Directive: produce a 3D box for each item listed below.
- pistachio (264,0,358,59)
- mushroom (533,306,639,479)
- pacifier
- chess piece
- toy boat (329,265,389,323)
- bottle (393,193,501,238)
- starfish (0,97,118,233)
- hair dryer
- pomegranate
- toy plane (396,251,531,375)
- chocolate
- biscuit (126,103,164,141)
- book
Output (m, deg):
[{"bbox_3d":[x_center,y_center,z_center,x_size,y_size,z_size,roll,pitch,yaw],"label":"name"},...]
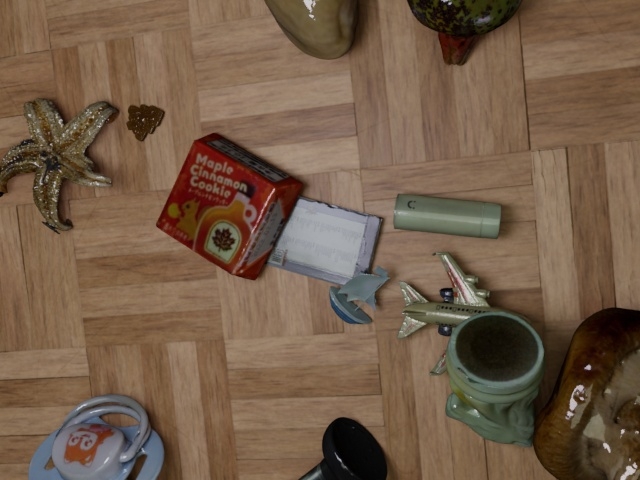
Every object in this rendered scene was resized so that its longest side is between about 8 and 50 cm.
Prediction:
[{"bbox_3d":[-0.027,-0.484,1.402,0.181,0.162,0.293,-34,88,44],"label":"pistachio"},{"bbox_3d":[0.542,0.302,1.260,0.345,0.259,0.346,-2,98,-16],"label":"mushroom"},{"bbox_3d":[-0.465,0.496,1.588,0.299,0.244,0.233,6,127,17],"label":"pacifier"},{"bbox_3d":[0.318,0.281,1.354,0.175,0.176,0.298,2,137,13],"label":"chess piece"},{"bbox_3d":[0.070,0.106,1.467,0.105,0.034,0.149,21,124,6],"label":"toy boat"},{"bbox_3d":[0.245,-0.047,1.417,0.201,0.072,0.072,6,96,13],"label":"bottle"},{"bbox_3d":[-0.559,-0.164,1.580,0.311,0.113,0.304,14,95,21],"label":"starfish"},{"bbox_3d":[0.051,0.556,1.520,0.284,0.156,0.320,31,115,-11],"label":"hair dryer"},{"bbox_3d":[0.257,-0.434,1.341,0.214,0.214,0.248,12,134,12],"label":"pomegranate"},{"bbox_3d":[0.273,0.145,1.410,0.256,0.104,0.242,3,93,13],"label":"toy plane"},{"bbox_3d":[-0.194,-0.070,1.489,0.237,0.108,0.235,32,103,16],"label":"chocolate"},{"bbox_3d":[-0.376,-0.261,1.573,0.092,0.016,0.082,-22,85,13],"label":"biscuit"},{"bbox_3d":[0.000,0.000,1.505,0.231,0.026,0.158,15,101,12],"label":"book"}]
